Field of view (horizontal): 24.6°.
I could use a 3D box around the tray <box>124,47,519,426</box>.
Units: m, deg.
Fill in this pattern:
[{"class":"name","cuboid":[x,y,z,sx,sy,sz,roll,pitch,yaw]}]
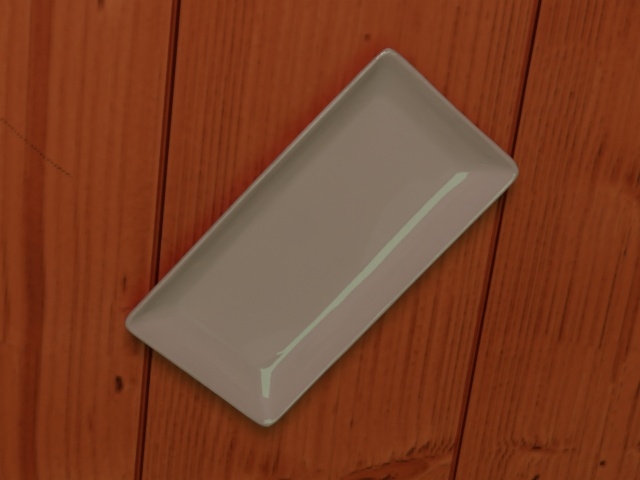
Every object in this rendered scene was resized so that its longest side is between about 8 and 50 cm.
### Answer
[{"class":"tray","cuboid":[0.000,0.000,1.042,0.145,0.030,0.270,40,101,-24]}]
